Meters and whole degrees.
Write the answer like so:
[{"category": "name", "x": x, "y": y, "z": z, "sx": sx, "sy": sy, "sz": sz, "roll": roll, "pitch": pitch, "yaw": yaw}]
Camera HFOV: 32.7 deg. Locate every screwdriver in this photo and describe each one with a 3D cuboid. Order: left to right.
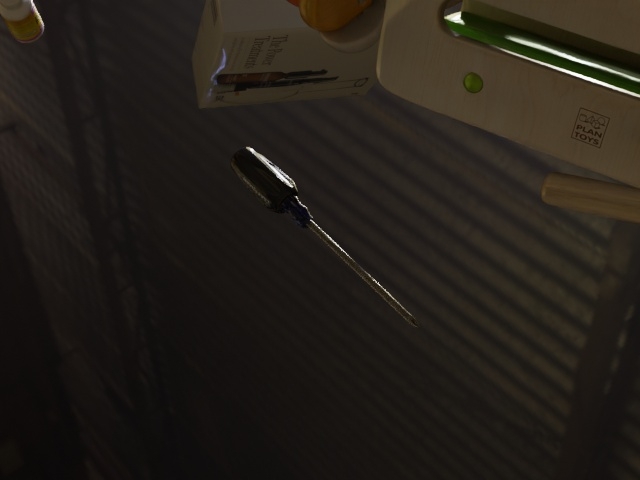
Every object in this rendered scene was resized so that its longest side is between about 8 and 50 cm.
[{"category": "screwdriver", "x": 0.000, "y": 0.000, "z": 0.666, "sx": 0.170, "sy": 0.024, "sz": 0.025, "roll": 48, "pitch": -60, "yaw": 25}]

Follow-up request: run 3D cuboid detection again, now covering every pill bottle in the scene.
[{"category": "pill bottle", "x": -0.383, "y": -0.289, "z": 1.386, "sx": 0.043, "sy": 0.043, "sz": 0.083, "roll": 51, "pitch": -11, "yaw": 16}]

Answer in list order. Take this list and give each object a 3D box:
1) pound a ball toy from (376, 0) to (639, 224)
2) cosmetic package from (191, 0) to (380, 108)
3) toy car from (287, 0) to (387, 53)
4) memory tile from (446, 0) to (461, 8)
[{"category": "pound a ball toy", "x": 0.183, "y": -0.095, "z": 0.566, "sx": 0.319, "sy": 0.208, "sz": 0.136, "roll": 24, "pitch": -59, "yaw": 24}, {"category": "cosmetic package", "x": -0.032, "y": -0.296, "z": 1.615, "sx": 0.377, "sy": 0.284, "sz": 0.098, "roll": 142, "pitch": -61, "yaw": -76}, {"category": "toy car", "x": 0.035, "y": -0.304, "z": 1.160, "sx": 0.136, "sy": 0.182, "sz": 0.159, "roll": 47, "pitch": -11, "yaw": 37}, {"category": "memory tile", "x": 0.136, "y": -0.218, "z": 0.924, "sx": 0.113, "sy": 0.148, "sz": 0.012, "roll": -21, "pitch": -83, "yaw": 42}]
